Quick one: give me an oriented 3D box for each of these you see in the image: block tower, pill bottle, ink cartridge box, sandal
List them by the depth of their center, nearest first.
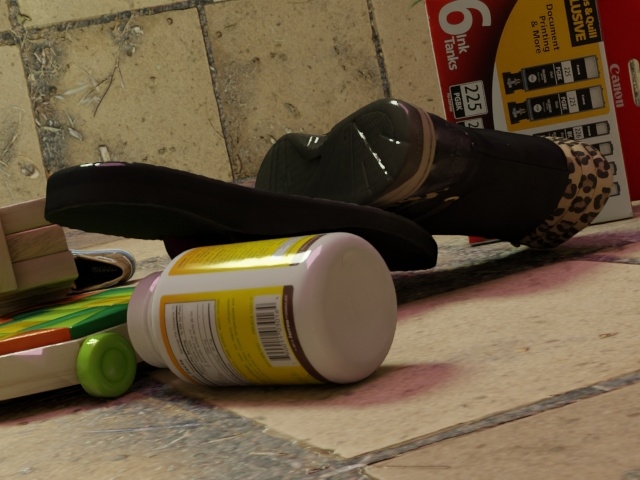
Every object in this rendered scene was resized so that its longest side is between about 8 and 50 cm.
[{"bbox_3d":[-0.053,0.059,1.160,0.215,0.117,0.117,-6,8,39],"label":"pill bottle"},{"bbox_3d":[-0.068,0.016,1.386,0.446,0.107,0.168,10,-15,-41],"label":"sandal"},{"bbox_3d":[-0.335,0.044,1.543,0.097,0.090,0.335,-14,-10,-20],"label":"block tower"},{"bbox_3d":[0.288,-0.174,1.770,0.272,0.309,0.130,-11,6,8],"label":"ink cartridge box"}]

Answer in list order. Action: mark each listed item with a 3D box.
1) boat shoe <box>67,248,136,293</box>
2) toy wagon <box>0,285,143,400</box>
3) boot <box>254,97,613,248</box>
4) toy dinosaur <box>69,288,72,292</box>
[{"bbox_3d":[-0.360,0.044,2.072,0.183,0.066,0.066,-11,8,3],"label":"boat shoe"},{"bbox_3d":[-0.222,0.092,1.389,0.267,0.068,0.344,-6,8,38],"label":"toy wagon"},{"bbox_3d":[0.110,-0.053,1.597,0.284,0.138,0.377,7,-16,-27],"label":"boot"},{"bbox_3d":[-0.439,0.052,1.929,0.296,0.127,0.200,-14,11,35],"label":"toy dinosaur"}]
